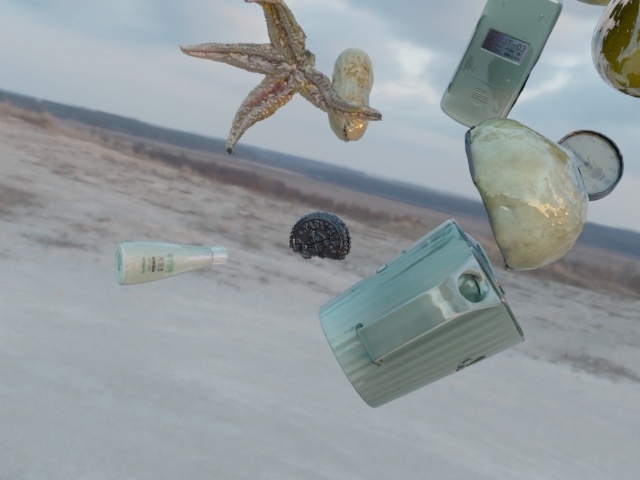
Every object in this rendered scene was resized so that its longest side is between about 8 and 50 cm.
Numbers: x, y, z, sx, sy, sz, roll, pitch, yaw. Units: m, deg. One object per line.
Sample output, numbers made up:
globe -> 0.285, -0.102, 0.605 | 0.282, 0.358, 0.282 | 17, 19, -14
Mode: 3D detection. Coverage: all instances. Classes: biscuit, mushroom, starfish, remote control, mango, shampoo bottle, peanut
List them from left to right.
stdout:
shampoo bottle -> -0.243, 0.033, 1.218 | 0.191, 0.069, 0.041 | -4, 7, -39
starfish -> -0.104, -0.394, 1.755 | 0.384, 0.398, 0.132 | -23, 30, 8
biscuit -> 0.000, 0.000, 1.074 | 0.089, 0.087, 0.027 | 50, 16, 10
peanut -> 0.087, -0.417, 2.120 | 0.130, 0.290, 0.130 | 7, -21, 3
remote control -> 0.348, -0.354, 1.438 | 0.140, 0.296, 0.056 | 24, 33, 4
mushroom -> 0.353, -0.099, 1.243 | 0.164, 0.267, 0.189 | -16, -39, 23
mango -> 0.562, -0.347, 1.220 | 0.182, 0.253, 0.365 | 39, 38, 2

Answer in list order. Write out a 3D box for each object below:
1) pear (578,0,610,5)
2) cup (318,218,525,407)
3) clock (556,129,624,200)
pear -> 0.742, -0.770, 1.934 | 0.304, 0.303, 0.304 | 14, 5, -1
cup -> 0.210, 0.148, 1.616 | 0.401, 0.392, 0.310 | 52, 10, -52
clock -> 0.661, -0.189, 1.833 | 0.185, 0.184, 0.040 | 14, -15, 2
